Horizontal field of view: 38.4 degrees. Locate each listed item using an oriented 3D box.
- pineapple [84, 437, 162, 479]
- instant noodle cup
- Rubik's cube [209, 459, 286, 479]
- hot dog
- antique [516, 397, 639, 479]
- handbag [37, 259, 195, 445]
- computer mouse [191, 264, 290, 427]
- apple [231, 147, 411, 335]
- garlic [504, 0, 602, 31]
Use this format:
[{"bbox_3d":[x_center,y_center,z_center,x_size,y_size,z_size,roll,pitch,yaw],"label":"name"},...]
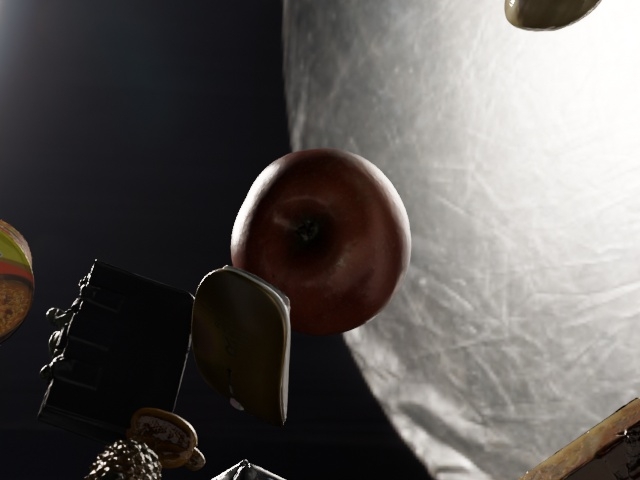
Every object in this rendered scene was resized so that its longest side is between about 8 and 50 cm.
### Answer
[{"bbox_3d":[-0.319,0.384,1.350,0.251,0.125,0.125,-58,-26,-73],"label":"pineapple"},{"bbox_3d":[-0.543,0.053,1.430,0.174,0.213,0.213,-135,48,-76],"label":"instant noodle cup"},{"bbox_3d":[-0.085,0.461,1.121,0.255,0.259,0.260,-35,33,32],"label":"Rubik's cube"},{"bbox_3d":[-0.256,0.335,1.537,0.060,0.140,0.090,99,-171,-71],"label":"hot dog"},{"bbox_3d":[0.413,0.361,1.417,0.087,0.310,0.093,61,169,-6],"label":"antique"},{"bbox_3d":[-0.390,0.213,1.717,0.118,0.269,0.325,-49,23,45],"label":"handbag"},{"bbox_3d":[-0.087,0.133,1.058,0.056,0.126,0.245,-47,-25,-37],"label":"computer mouse"},{"bbox_3d":[0.000,0.000,1.682,0.277,0.348,0.348,24,-113,-71],"label":"apple"},{"bbox_3d":[0.342,-0.394,1.371,0.245,0.145,0.164,110,147,-66],"label":"garlic"}]
